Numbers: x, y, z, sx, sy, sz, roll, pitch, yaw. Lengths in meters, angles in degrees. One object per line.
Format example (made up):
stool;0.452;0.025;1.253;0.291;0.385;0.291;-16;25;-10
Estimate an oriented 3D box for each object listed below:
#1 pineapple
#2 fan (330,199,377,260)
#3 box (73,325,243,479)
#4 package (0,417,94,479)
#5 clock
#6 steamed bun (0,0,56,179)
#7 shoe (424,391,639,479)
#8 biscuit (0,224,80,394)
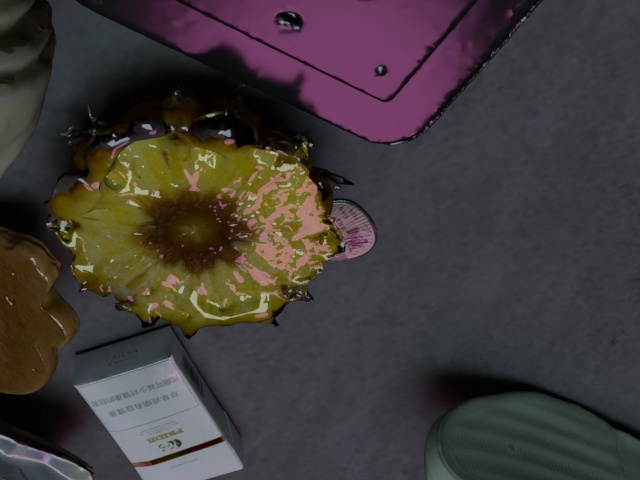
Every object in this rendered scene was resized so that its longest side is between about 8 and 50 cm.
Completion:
pineapple;-0.084;-0.026;1.059;0.224;0.076;0.225;-1;135;-1
fan;0.009;0.001;1.147;0.060;0.003;0.080;25;125;-26
box;-0.127;0.140;1.237;0.084;0.040;0.154;-19;134;8
package;-0.341;0.163;1.181;0.311;0.221;0.165;27;85;-26
clock;0.019;-0.193;0.932;0.278;0.049;0.273;23;127;-26
steamed bun;-0.271;-0.129;0.809;0.206;0.275;0.320;-54;158;8
shoe;0.207;0.241;1.323;0.363;0.132;0.160;20;133;-29
biscuit;-0.233;0.049;1.116;0.133;0.027;0.184;14;136;17
